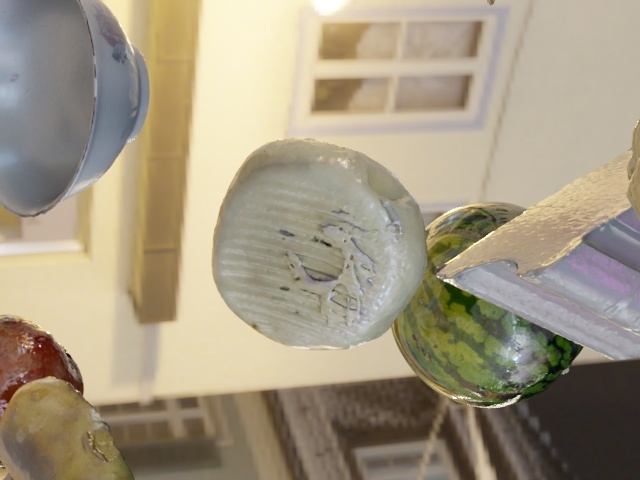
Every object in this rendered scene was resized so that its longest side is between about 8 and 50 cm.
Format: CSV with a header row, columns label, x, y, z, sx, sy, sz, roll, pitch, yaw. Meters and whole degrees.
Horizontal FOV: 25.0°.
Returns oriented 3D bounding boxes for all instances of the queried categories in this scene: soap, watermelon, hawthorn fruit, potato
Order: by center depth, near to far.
label,x,y,z,sx,sy,sz,roll,pitch,yaw
potato,-0.248,0.222,1.365,0.200,0.081,0.164,36,-40,42
soap,0.282,-0.034,1.384,0.159,0.302,0.258,-4,-113,53
hawthorn fruit,-0.359,0.176,1.600,0.169,0.188,0.169,37,-20,15
watermelon,0.235,0.089,1.994,0.285,0.285,0.285,177,-90,-72

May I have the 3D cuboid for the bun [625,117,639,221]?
label,x,y,z,sx,sy,sz,roll,pitch,yaw
bun,0.257,-0.036,0.955,0.183,0.102,0.183,57,14,-22

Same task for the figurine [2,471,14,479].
label,x,y,z,sx,sy,sz,roll,pitch,yaw
figurine,-0.396,0.365,1.971,0.114,0.178,0.144,-47,-114,42

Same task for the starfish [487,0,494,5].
label,x,y,z,sx,sy,sz,roll,pitch,yaw
starfish,0.176,-0.421,1.634,0.231,0.048,0.295,-54,130,-59

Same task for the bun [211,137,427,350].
label,x,y,z,sx,sy,sz,roll,pitch,yaw
bun,0.003,0.005,1.729,0.168,0.272,0.273,-42,138,-64

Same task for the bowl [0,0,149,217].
label,x,y,z,sx,sy,sz,roll,pitch,yaw
bowl,-0.183,-0.112,1.075,0.189,0.086,0.189,4,-85,50
